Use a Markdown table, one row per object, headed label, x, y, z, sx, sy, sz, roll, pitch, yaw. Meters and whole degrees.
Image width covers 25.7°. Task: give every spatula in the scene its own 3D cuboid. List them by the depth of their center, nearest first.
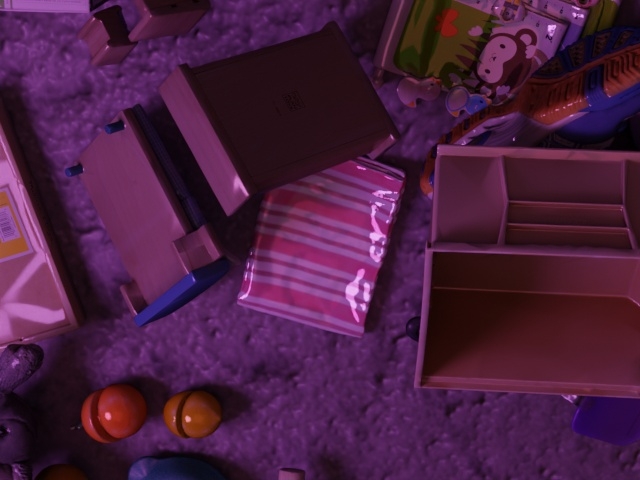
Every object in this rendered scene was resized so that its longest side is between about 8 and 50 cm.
| label | x | y | z | sx | sy | sz | roll | pitch | yaw |
| --- | --- | --- | --- | --- | --- | --- | --- | --- | --- |
| spatula | 0.228 | 0.144 | 1.506 | 0.296 | 0.030 | 0.084 | 22 | 110 | -3 |

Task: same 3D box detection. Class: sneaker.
| label | x | y | z | sx | sy | sz | roll | pitch | yaw |
| --- | --- | --- | --- | --- | --- | --- | --- | --- | --- |
| sneaker | 0.240 | -0.097 | 1.372 | 0.131 | 0.112 | 0.296 | 43 | 133 | -18 |

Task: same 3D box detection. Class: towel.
| label | x | y | z | sx | sy | sz | roll | pitch | yaw |
| --- | --- | --- | --- | --- | --- | --- | --- | --- | --- |
| towel | 0.000 | 0.000 | 1.478 | 0.144 | 0.029 | 0.197 | 15 | 108 | 0 |

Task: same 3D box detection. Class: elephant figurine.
| label | x | y | z | sx | sy | sz | roll | pitch | yaw |
| --- | --- | --- | --- | --- | --- | --- | --- | --- | --- |
| elephant figurine | -0.367 | 0.229 | 1.504 | 0.239 | 0.186 | 0.169 | -16 | 72 | 8 |

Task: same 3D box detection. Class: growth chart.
| label | x | y | z | sx | sy | sz | roll | pitch | yaw |
| --- | --- | --- | --- | --- | --- | --- | --- | --- | --- |
| growth chart | 0.175 | -0.202 | 1.408 | 0.237 | 0.021 | 0.172 | 10 | 109 | 1 |

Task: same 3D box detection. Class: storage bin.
| label | x | y | z | sx | sy | sz | roll | pitch | yaw |
| --- | --- | --- | --- | --- | --- | --- | --- | --- | --- |
| storage bin | 0.227 | 0.037 | 1.356 | 0.260 | 0.123 | 0.262 | 3 | 146 | 3 |

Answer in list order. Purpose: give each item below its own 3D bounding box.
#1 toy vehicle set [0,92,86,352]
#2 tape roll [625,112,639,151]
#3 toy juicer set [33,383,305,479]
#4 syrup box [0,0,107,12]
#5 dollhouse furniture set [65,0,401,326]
| label | x | y | z | sx | sy | sz | roll | pitch | yaw |
| --- | --- | --- | --- | --- | --- | --- | --- | --- | --- |
| toy vehicle set | -0.373 | -0.008 | 1.496 | 0.165 | 0.035 | 0.267 | -15 | 106 | 8 |
| tape roll | 0.393 | -0.140 | 1.382 | 0.188 | 0.080 | 0.189 | 1 | 106 | 3 |
| toy juicer set | -0.140 | 0.275 | 1.553 | 0.329 | 0.089 | 0.209 | 26 | 89 | -3 |
| syrup box | -0.258 | -0.344 | 1.354 | 0.096 | 0.093 | 0.237 | 2 | 107 | 3 |
| dollhouse furniture set | -0.122 | -0.109 | 1.423 | 0.303 | 0.198 | 0.286 | -38 | 78 | 50 |
